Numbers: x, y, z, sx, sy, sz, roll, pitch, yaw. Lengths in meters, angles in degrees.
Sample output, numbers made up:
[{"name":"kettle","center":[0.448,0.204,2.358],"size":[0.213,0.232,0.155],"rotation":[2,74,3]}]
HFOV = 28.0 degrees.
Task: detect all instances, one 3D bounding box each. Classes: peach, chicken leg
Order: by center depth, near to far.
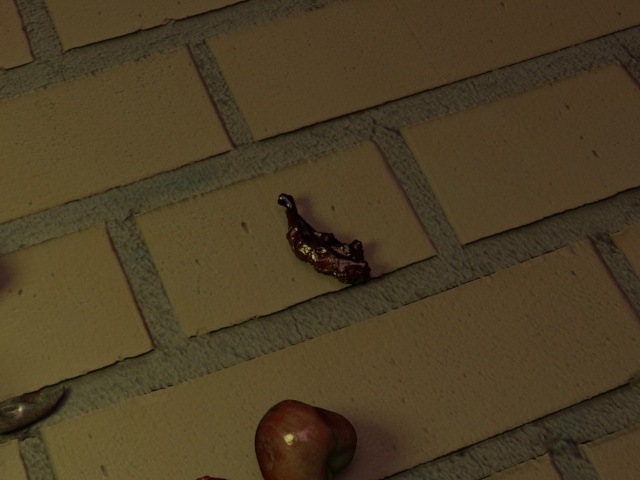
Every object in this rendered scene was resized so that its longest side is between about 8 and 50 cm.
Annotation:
[{"name":"peach","center":[-0.029,0.307,1.908],"size":[0.152,0.152,0.152],"rotation":[0,56,0]},{"name":"chicken leg","center":[-0.003,0.005,2.148],"size":[0.219,0.048,0.089],"rotation":[33,59,20]}]

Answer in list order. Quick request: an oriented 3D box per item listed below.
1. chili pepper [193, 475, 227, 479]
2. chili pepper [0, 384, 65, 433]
[{"name":"chili pepper","center":[-0.254,0.408,1.880],"size":[0.268,0.050,0.059],"rotation":[-28,45,-18]},{"name":"chili pepper","center":[-0.464,0.263,1.981],"size":[0.153,0.041,0.050],"rotation":[-19,78,-31]}]
